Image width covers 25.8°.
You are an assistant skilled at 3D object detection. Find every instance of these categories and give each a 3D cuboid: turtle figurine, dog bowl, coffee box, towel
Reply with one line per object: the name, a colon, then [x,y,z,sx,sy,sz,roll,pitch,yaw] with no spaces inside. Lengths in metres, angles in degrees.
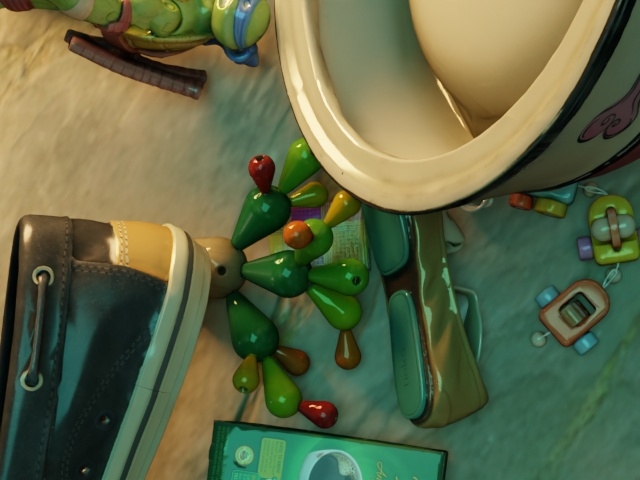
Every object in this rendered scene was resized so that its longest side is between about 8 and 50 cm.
turtle figurine: [-0.172,-0.248,1.079,0.266,0.274,0.197,8,69,20]
dog bowl: [0.134,-0.214,0.959,0.150,0.408,0.408,5,81,-33]
coffee box: [0.002,0.205,1.079,0.184,0.040,0.113,5,84,11]
towel: [0.000,0.000,1.122,0.083,0.009,0.060,-6,82,10]

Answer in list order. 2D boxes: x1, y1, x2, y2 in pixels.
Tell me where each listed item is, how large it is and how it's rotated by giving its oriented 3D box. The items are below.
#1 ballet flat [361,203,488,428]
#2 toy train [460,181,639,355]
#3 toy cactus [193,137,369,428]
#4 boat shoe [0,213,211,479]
ballet flat: [0.082,0.028,1.082,0.073,0.080,0.232,-5,83,-24]
toy train: [0.182,-0.002,1.071,0.125,0.046,0.166,-35,79,3]
toy cactus: [-0.051,0.030,1.083,0.180,0.112,0.219,6,104,27]
boat shoe: [-0.232,0.210,1.021,0.156,0.187,0.500,19,92,-20]
